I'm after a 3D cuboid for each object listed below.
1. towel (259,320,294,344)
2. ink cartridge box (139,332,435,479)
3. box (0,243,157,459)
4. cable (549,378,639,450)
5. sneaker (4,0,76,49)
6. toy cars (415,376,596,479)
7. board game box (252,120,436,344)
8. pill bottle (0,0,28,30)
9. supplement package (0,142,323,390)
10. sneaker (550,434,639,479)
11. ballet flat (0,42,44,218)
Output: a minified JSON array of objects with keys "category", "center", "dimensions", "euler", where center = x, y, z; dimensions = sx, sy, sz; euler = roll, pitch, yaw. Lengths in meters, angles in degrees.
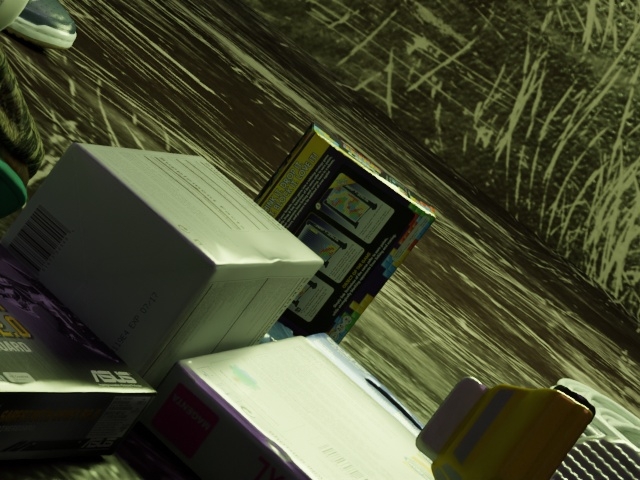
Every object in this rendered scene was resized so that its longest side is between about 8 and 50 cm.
[{"category":"towel","center":[-0.067,0.075,1.598],"dimensions":[0.119,0.029,0.067],"euler":[31,13,-31]},{"category":"ink cartridge box","center":[0.003,0.155,1.404],"dimensions":[0.186,0.065,0.311],"euler":[41,15,13]},{"category":"box","center":[-0.226,0.054,1.134],"dimensions":[0.183,0.056,0.231],"euler":[42,12,22]},{"category":"cable","center":[0.322,0.248,1.937],"dimensions":[0.257,0.089,0.257],"euler":[36,11,-3]},{"category":"sneaker","center":[-0.356,-0.339,2.061],"dimensions":[0.282,0.153,0.099],"euler":[36,12,-4]},{"category":"toy cars","center":[0.086,0.175,1.225],"dimensions":[0.087,0.176,0.394],"euler":[37,24,3]},{"category":"board game box","center":[0.000,0.000,1.738],"dimensions":[0.141,0.170,0.048],"euler":[36,13,-8]},{"category":"pill bottle","center":[-0.392,-0.285,1.746],"dimensions":[0.153,0.153,0.264],"euler":[45,13,34]},{"category":"supplement package","center":[-0.119,0.026,1.358],"dimensions":[0.134,0.139,0.244],"euler":[41,11,13]},{"category":"sneaker","center":[0.166,0.281,1.300],"dimensions":[0.102,0.161,0.282],"euler":[17,38,19]},{"category":"ballet flat","center":[-0.268,-0.116,1.152],"dimensions":[0.483,0.164,0.182],"euler":[102,-26,-85]}]
